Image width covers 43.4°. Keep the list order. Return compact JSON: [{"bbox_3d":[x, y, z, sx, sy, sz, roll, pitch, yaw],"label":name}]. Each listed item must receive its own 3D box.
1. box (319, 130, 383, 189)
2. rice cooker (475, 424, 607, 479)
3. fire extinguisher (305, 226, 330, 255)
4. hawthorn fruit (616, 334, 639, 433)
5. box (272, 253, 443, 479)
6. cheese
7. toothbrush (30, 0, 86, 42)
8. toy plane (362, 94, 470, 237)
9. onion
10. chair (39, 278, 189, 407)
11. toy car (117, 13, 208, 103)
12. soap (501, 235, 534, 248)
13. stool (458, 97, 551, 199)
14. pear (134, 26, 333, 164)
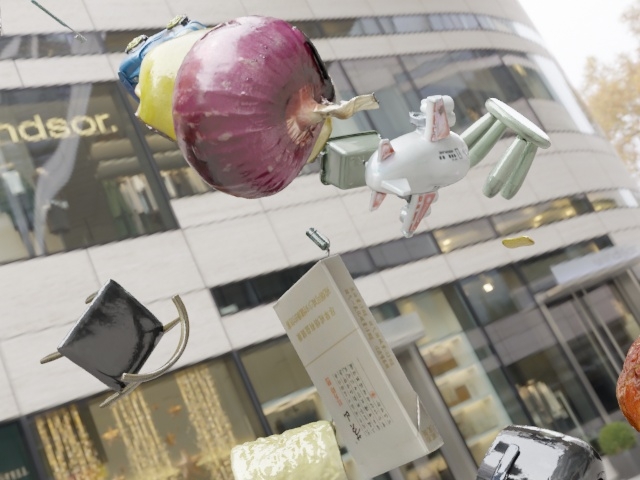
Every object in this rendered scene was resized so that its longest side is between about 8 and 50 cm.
[{"bbox_3d":[0.090,-0.186,1.917,0.172,0.093,0.124,-13,-60,-28],"label":"box"},{"bbox_3d":[0.460,0.525,1.667,0.224,0.267,0.267,14,12,39],"label":"rice cooker"},{"bbox_3d":[0.000,0.000,1.970,0.025,0.083,0.038,-8,-45,-49],"label":"fire extinguisher"},{"bbox_3d":[0.563,0.200,1.247,0.207,0.207,0.243,-24,-58,-6],"label":"hawthorn fruit"},{"bbox_3d":[0.056,0.227,1.417,0.051,0.365,0.204,-19,-16,-38],"label":"box"},{"bbox_3d":[-0.047,0.344,1.232,0.167,0.123,0.094,-15,-55,-3],"label":"cheese"},{"bbox_3d":[-0.584,-0.488,1.796,0.014,0.011,0.167,-38,-32,11],"label":"toothbrush"},{"bbox_3d":[0.166,-0.125,1.350,0.252,0.118,0.252,-31,-44,-37],"label":"toy plane"},{"bbox_3d":[-0.119,-0.199,1.259,0.272,0.256,0.230,-15,34,55],"label":"onion"},{"bbox_3d":[-0.376,0.184,1.491,0.272,0.166,0.188,-24,30,51],"label":"chair"},{"bbox_3d":[-0.397,-0.462,2.150,0.314,0.166,0.198,-14,-49,34],"label":"toy car"},{"bbox_3d":[0.436,0.004,1.778,0.089,0.034,0.012,-13,43,59],"label":"soap"},{"bbox_3d":[0.450,-0.232,2.048,0.199,0.195,0.195,-54,-24,22],"label":"stool"},{"bbox_3d":[-0.153,-0.307,1.562,0.386,0.340,0.191,8,-54,-24],"label":"pear"}]
